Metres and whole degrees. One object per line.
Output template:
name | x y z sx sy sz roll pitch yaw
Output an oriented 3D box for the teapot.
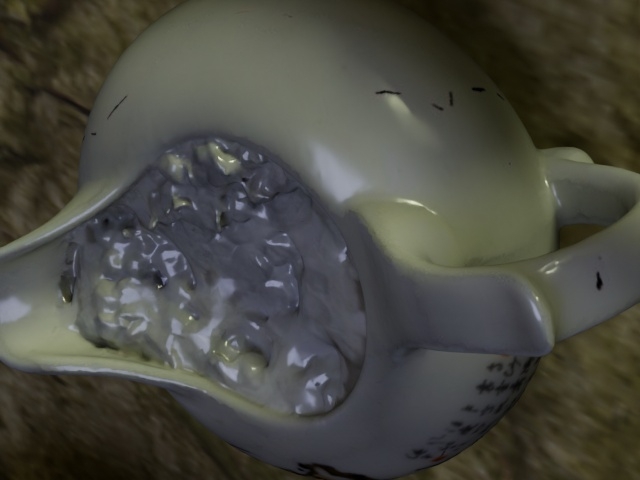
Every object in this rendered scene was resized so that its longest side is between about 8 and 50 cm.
teapot | 0.000 0.000 0.530 0.299 0.166 0.208 -3 100 49
